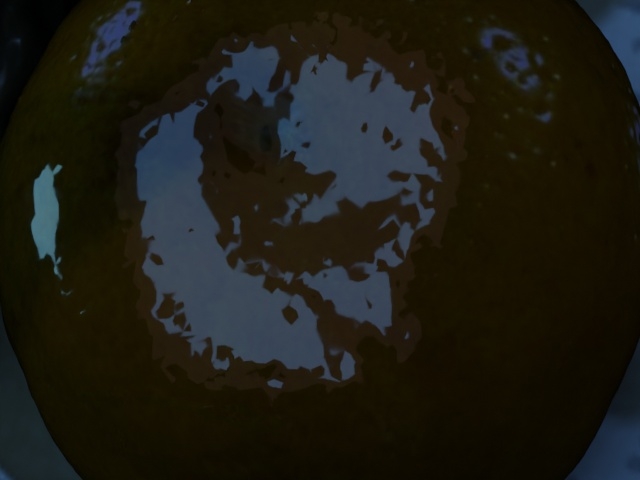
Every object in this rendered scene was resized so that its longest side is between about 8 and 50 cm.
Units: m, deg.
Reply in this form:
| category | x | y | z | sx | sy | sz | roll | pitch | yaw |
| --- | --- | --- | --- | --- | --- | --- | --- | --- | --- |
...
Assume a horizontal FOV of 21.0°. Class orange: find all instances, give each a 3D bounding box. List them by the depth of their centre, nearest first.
| category | x | y | z | sx | sy | sz | roll | pitch | yaw |
| --- | --- | --- | --- | --- | --- | --- | --- | --- | --- |
| orange | 0.000 | 0.000 | 0.603 | 0.240 | 0.171 | 0.240 | 0 | 74 | 0 |

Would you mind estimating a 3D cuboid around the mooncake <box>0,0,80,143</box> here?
| category | x | y | z | sx | sy | sz | roll | pitch | yaw |
| --- | --- | --- | --- | --- | --- | --- | --- | --- | --- |
| mooncake | -0.200 | -0.072 | 0.704 | 0.228 | 0.124 | 0.228 | -4 | 75 | 14 |
